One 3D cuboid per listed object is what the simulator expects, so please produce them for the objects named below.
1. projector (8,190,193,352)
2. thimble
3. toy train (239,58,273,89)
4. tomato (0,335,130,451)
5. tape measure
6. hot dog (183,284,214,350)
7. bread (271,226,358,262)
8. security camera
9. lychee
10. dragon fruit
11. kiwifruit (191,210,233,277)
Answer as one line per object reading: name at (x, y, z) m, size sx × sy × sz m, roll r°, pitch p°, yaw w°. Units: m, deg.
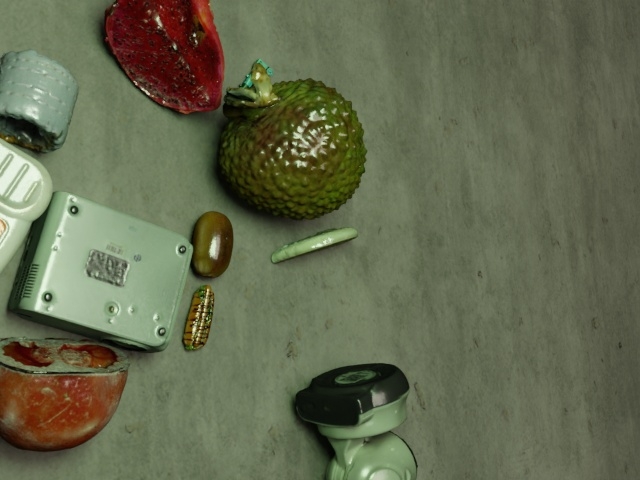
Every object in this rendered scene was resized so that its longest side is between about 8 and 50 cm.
projector at (-0.348, 0.057, 1.332) m, size 0.250 × 0.108 × 0.198 m, roll 24°, pitch 68°, yaw -33°
thimble at (-0.448, -0.215, 1.280) m, size 0.127 × 0.151 × 0.118 m, roll 18°, pitch 71°, yaw -21°
toy train at (-0.128, -0.316, 1.628) m, size 0.045 × 0.029 × 0.092 m, roll 40°, pitch 61°, yaw -17°
tomato at (-0.406, 0.237, 1.235) m, size 0.214 × 0.180 × 0.155 m, roll 9°, pitch 93°, yaw -29°
tape measure at (-0.546, -0.071, 1.195) m, size 0.258 × 0.130 × 0.265 m, roll 37°, pitch 67°, yaw -24°
hot dog at (-0.213, 0.137, 1.467) m, size 0.049 × 0.037 × 0.122 m, roll 21°, pitch 71°, yaw -37°
bread at (0.005, -0.002, 1.615) m, size 0.193 × 0.112 × 0.036 m, roll -17°, pitch 87°, yaw -39°
security camera at (0.088, 0.388, 1.564) m, size 0.191 × 0.197 × 0.277 m, roll -14°, pitch 96°, yaw -48°
lychee at (-0.058, -0.171, 1.508) m, size 0.320 × 0.270 × 0.270 m, roll 40°, pitch 59°, yaw -16°
dragon fruit at (-0.267, -0.369, 1.479) m, size 0.262 × 0.134 × 0.212 m, roll 60°, pitch 39°, yaw -32°
kiwifruit at (-0.195, 0.006, 1.486) m, size 0.075 × 0.075 × 0.125 m, roll 18°, pitch 67°, yaw -34°
